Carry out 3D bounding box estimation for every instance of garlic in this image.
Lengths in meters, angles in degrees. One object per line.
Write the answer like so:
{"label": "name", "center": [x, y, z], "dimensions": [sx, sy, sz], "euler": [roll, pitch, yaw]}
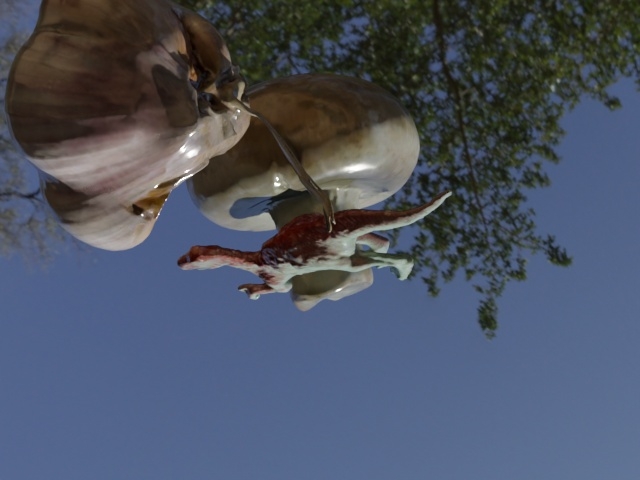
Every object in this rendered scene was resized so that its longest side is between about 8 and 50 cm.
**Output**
{"label": "garlic", "center": [-0.105, -0.091, 0.661], "dimensions": [0.256, 0.207, 0.207], "euler": [20, -101, -8]}

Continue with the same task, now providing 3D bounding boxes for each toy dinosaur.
{"label": "toy dinosaur", "center": [0.000, 0.000, 0.698], "dimensions": [0.242, 0.167, 0.053], "euler": [-30, -128, 56]}

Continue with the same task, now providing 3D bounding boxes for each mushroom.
{"label": "mushroom", "center": [-0.011, -0.047, 0.866], "dimensions": [0.243, 0.243, 0.243], "euler": [-11, -113, 26]}
